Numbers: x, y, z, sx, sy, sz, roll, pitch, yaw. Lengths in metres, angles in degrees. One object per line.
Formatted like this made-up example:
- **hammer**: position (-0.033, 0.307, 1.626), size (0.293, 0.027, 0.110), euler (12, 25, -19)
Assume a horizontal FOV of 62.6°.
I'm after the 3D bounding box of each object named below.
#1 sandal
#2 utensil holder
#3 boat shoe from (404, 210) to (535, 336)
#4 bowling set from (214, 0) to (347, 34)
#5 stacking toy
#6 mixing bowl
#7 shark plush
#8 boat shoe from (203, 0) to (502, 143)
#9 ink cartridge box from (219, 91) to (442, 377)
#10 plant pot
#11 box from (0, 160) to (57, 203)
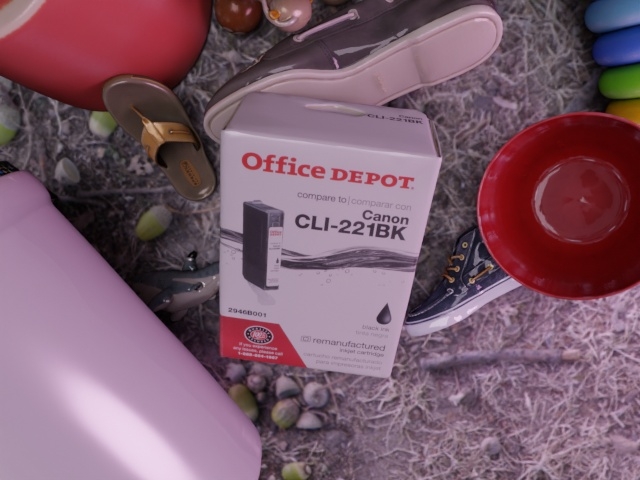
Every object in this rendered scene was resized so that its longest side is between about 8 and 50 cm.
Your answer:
- **sandal**: position (-0.171, -0.108, 0.596), size (0.072, 0.049, 0.180), euler (-27, 131, 2)
- **utensil holder**: position (-0.297, 0.180, 0.538), size (0.327, 0.327, 0.385), euler (-34, 108, 10)
- **boat shoe**: position (0.168, 0.039, 0.628), size (0.183, 0.065, 0.083), euler (-30, 91, 3)
- **bowling set**: position (-0.020, -0.285, 0.551), size (0.154, 0.287, 0.200), euler (37, 144, 6)
- **stacking toy**: position (0.352, -0.166, 0.547), size (0.141, 0.141, 0.330), euler (-13, 105, 8)
- **mixing bowl**: position (0.264, -0.037, 0.544), size (0.181, 0.098, 0.181), euler (5, 100, 29)
- **shark plush**: position (-0.163, 0.043, 0.664), size (0.161, 0.073, 0.067), euler (-29, 66, 14)
- **boat shoe**: position (0.026, -0.198, 0.588), size (0.335, 0.112, 0.095), euler (-18, 58, 8)
- **ink cartridge box**: position (0.000, 0.000, 0.560), size (0.197, 0.114, 0.273), euler (7, 121, 1)
- **plant pot**: position (-0.276, -0.269, 0.522), size (0.275, 0.243, 0.275), euler (1, 101, 5)
- **box**: position (-0.395, -0.053, 0.668), size (0.083, 0.052, 0.062), euler (34, 101, -2)
